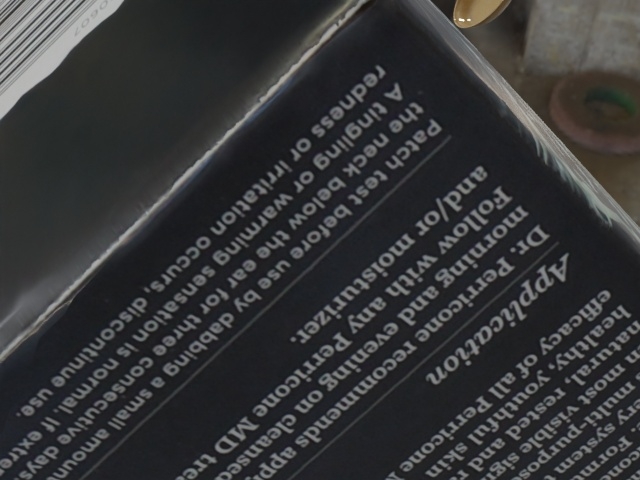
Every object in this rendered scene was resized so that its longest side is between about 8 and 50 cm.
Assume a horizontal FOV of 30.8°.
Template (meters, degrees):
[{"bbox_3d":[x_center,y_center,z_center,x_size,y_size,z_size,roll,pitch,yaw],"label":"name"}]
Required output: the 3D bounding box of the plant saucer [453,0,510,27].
[{"bbox_3d":[0.164,-0.238,1.126,0.015,0.083,0.083,32,37,-27],"label":"plant saucer"}]

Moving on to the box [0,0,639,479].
[{"bbox_3d":[0.000,0.000,0.714,0.297,0.472,0.480,-42,37,11],"label":"box"}]
